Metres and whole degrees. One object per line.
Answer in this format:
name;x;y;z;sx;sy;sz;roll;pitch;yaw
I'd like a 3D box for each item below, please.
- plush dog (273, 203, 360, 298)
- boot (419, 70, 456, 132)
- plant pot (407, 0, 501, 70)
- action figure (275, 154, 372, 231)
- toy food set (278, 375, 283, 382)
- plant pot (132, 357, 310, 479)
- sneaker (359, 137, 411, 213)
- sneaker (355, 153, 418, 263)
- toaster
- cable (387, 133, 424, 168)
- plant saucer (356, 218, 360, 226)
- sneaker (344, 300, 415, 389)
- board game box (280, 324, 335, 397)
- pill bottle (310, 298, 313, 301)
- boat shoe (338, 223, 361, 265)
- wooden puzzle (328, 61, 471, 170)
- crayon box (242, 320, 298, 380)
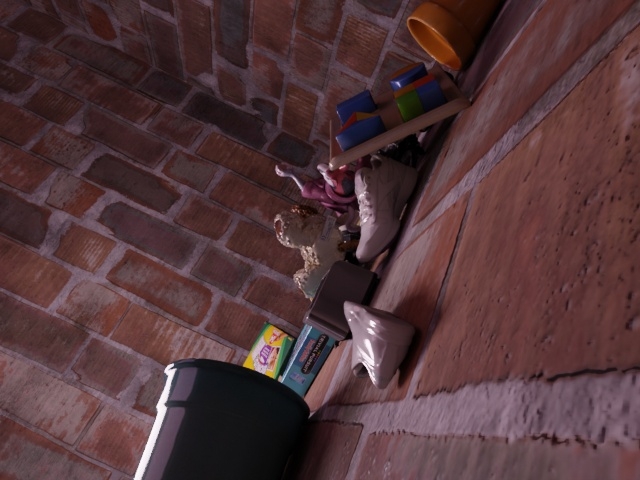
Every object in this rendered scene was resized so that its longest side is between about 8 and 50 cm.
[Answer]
plush dog;0.000;0.000;1.178;0.225;0.210;0.262;-100;-10;-71
boot;0.327;-0.397;1.222;0.236;0.085;0.179;-64;-4;-51
plant pot;0.376;-0.611;1.121;0.188;0.205;0.205;-48;4;13
action figure;0.046;-0.132;1.145;0.248;0.276;0.370;-25;2;3
toy food set;-0.122;0.532;1.232;0.218;0.071;0.128;-66;14;-15
plant pot;-0.220;0.471;0.819;0.341;0.341;0.334;116;172;-48
sneaker;0.225;-0.208;1.353;0.146;0.122;0.330;-39;-18;-42
sneaker;0.127;-0.081;0.984;0.305;0.152;0.114;-65;9;-31
toaster;0.040;0.145;0.946;0.168;0.110;0.186;112;-176;-76
cable;0.218;-0.200;1.119;0.184;0.047;0.150;-51;-26;-4
plant saucer;0.159;-0.020;1.749;0.188;0.045;0.188;-64;0;-44
sneaker;0.065;0.140;0.569;0.212;0.080;0.094;137;147;-87
board game box;0.000;0.263;1.211;0.336;0.079;0.254;-64;-1;25
pill bottle;0.016;0.145;1.382;0.117;0.117;0.215;-64;-22;-45
boat shoe;0.072;0.082;1.454;0.340;0.127;0.113;119;152;-52
wooden puzzle;0.157;-0.323;0.989;0.322;0.080;0.348;-23;28;17
crayon box;-0.201;0.513;1.633;0.313;0.106;0.363;-63;21;-12
